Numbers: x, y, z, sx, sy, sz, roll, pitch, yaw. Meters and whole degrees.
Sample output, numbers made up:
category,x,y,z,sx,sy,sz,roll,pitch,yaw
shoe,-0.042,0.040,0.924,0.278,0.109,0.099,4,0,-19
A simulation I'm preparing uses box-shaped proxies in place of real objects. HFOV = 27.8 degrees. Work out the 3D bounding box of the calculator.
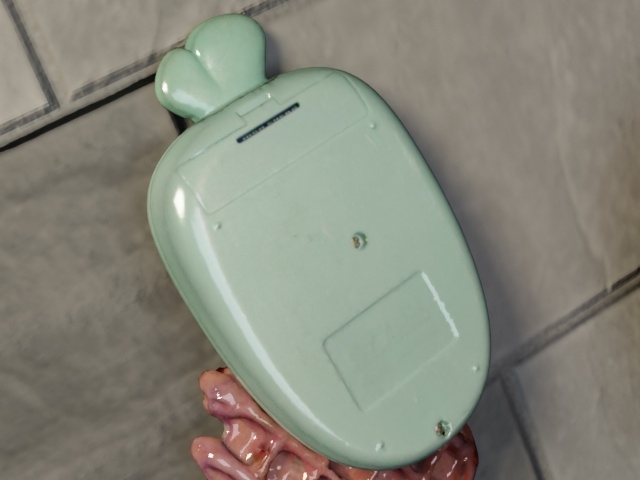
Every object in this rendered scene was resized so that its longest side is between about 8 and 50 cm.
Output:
category,x,y,z,sx,sy,sz,roll,pitch,yaw
calculator,0.000,0.000,0.779,0.184,0.042,0.295,-35,98,-27

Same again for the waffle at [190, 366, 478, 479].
category,x,y,z,sx,sy,sz,roll,pitch,yaw
waffle,0.013,0.158,0.831,0.221,0.055,0.234,-7,97,-29
